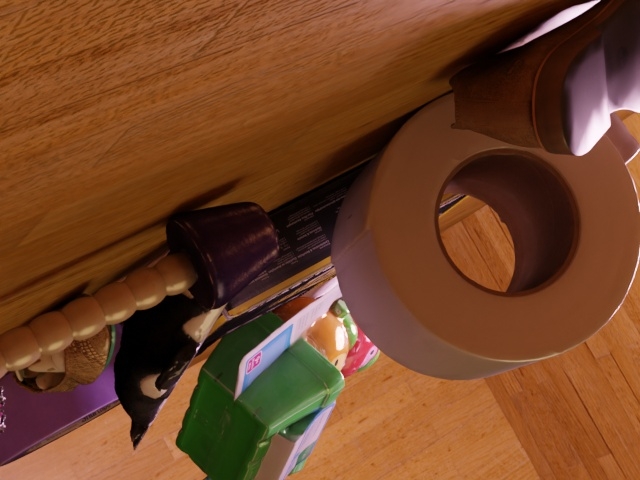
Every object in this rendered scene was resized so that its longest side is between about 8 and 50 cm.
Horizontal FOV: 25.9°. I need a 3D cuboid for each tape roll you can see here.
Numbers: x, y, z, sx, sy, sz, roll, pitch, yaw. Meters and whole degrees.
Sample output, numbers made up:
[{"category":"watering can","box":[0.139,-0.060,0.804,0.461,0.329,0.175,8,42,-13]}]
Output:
[{"category":"tape roll","box":[0.145,-0.002,1.259,0.246,0.246,0.169,-28,175,-14]},{"category":"tape roll","box":[-0.286,0.169,1.531,0.189,0.080,0.189,-28,175,-3]}]

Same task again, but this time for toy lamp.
[{"category":"toy lamp","box":[-0.155,0.046,0.999,0.274,0.080,0.080,-26,175,-24]}]

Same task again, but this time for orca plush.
[{"category":"orca plush","box":[-0.150,0.067,1.237,0.151,0.102,0.287,-59,-178,-31]}]

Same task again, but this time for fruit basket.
[{"category":"fruit basket","box":[-0.004,0.151,1.712,0.353,0.165,0.327,-31,157,-35]}]

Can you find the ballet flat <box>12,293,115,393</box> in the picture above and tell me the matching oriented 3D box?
[{"category":"ballet flat","box":[-0.227,0.098,1.196,0.067,0.073,0.206,-12,165,-23]}]

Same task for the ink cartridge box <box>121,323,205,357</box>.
[{"category":"ink cartridge box","box":[-0.197,0.126,1.771,0.175,0.069,0.371,-28,173,-22]}]

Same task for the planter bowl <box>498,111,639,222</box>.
[{"category":"planter bowl","box":[0.232,-0.105,1.438,0.162,0.109,0.162,-30,-174,3]}]

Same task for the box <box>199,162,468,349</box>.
[{"category":"box","box":[0.000,0.000,1.461,0.322,0.079,0.257,-28,177,-18]}]

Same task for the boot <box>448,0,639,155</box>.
[{"category":"boot","box":[0.207,-0.149,1.144,0.115,0.112,0.305,4,-159,34]}]

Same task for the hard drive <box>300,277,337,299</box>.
[{"category":"hard drive","box":[0.006,0.047,1.875,0.307,0.040,0.203,-41,176,-1]}]

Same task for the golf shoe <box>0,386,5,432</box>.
[{"category":"golf shoe","box":[-0.347,0.163,1.266,0.085,0.068,0.186,-1,-177,10]}]
